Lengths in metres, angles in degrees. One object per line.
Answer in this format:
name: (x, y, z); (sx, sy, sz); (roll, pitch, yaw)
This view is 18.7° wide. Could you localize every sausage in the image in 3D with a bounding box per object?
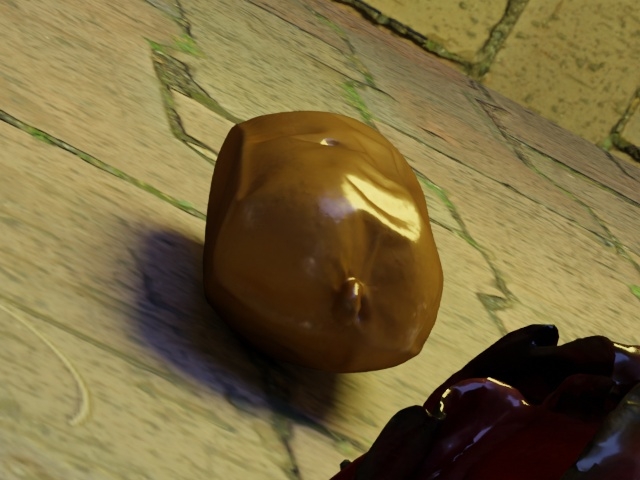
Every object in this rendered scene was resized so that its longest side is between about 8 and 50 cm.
sausage: (0.000, -0.001, 1.078); (0.136, 0.120, 0.241); (18, 16, -4)

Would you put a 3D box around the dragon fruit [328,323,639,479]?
dragon fruit: (0.076, 0.148, 0.511); (0.234, 0.233, 0.293); (28, 9, -9)
